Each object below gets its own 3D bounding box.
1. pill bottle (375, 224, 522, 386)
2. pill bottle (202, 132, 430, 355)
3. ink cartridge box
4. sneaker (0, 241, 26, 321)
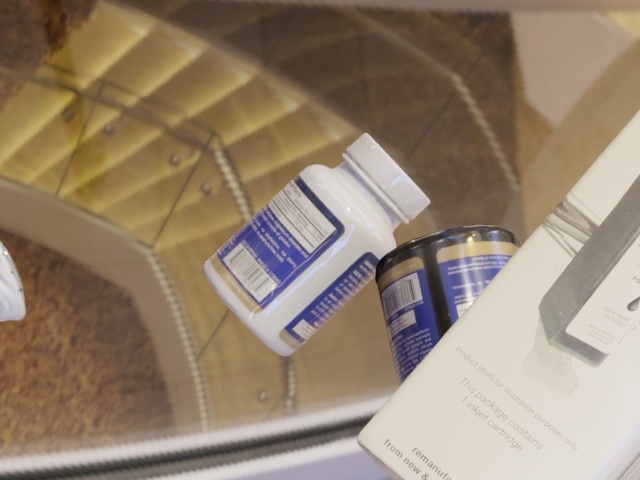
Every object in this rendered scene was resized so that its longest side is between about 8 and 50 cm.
[{"bbox_3d":[0.121,0.108,1.274,0.123,0.123,0.219,-2,69,-25],"label":"pill bottle"},{"bbox_3d":[0.000,0.000,1.409,0.187,0.112,0.112,-43,80,3],"label":"pill bottle"},{"bbox_3d":[0.135,0.046,0.684,0.218,0.158,0.092,-47,63,-2],"label":"ink cartridge box"},{"bbox_3d":[-0.345,-0.021,1.400,0.115,0.090,0.232,-24,90,-11],"label":"sneaker"}]
